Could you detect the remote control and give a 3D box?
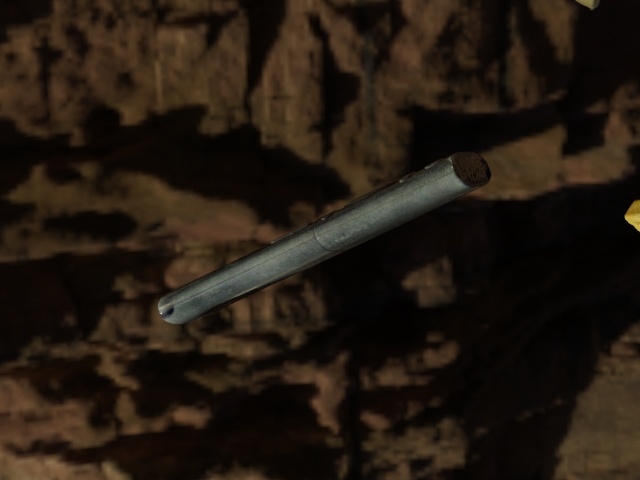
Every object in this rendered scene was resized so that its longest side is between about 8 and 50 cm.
[{"bbox_3d":[0.000,0.000,1.480,0.377,0.044,0.107,-26,178,25],"label":"remote control"}]

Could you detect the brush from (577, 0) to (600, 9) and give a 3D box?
[{"bbox_3d":[0.247,-0.287,1.295,0.036,0.043,0.248,-32,160,-9],"label":"brush"}]

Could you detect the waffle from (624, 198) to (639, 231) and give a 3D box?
[{"bbox_3d":[0.409,0.003,1.445,0.032,0.125,0.191,-54,-158,-10],"label":"waffle"}]
